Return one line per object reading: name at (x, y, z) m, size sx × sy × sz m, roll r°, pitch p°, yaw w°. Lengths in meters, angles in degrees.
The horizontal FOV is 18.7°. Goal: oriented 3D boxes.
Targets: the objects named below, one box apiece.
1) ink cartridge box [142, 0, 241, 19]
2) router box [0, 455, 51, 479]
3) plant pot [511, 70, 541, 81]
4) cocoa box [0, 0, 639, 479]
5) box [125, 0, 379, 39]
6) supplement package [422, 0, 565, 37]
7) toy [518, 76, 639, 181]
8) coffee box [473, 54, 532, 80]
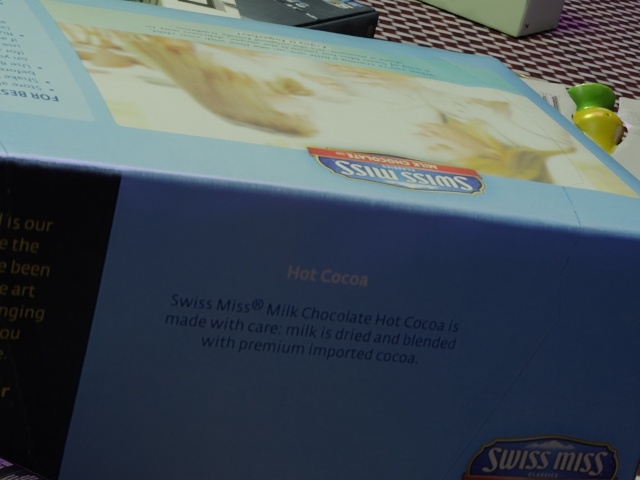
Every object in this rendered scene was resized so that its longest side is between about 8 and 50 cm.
ink cartridge box at (-0.098, -0.123, 1.392) m, size 0.060 × 0.104 × 0.180 m, roll 11°, pitch 21°, yaw -13°
router box at (-0.102, 0.142, 0.649) m, size 0.092 × 0.122 × 0.038 m, roll 23°, pitch 17°, yaw 19°
plant pot at (0.130, -0.107, 1.619) m, size 0.236 × 0.032 × 0.236 m, roll 13°, pitch 21°, yaw -5°
cocoa box at (-0.062, 0.037, 0.803) m, size 0.347 × 0.228 × 0.231 m, roll 6°, pitch 22°, yaw -22°
box at (-0.093, -0.202, 1.673) m, size 0.233 × 0.059 × 0.183 m, roll 24°, pitch 23°, yaw 24°
supplement package at (0.166, -0.295, 2.039) m, size 0.179 × 0.105 × 0.105 m, roll 25°, pitch 22°, yaw 25°
toy at (0.188, 0.005, 1.259) m, size 0.137 × 0.056 × 0.237 m, roll 9°, pitch 55°, yaw -20°
coffee box at (0.079, -0.056, 1.346) m, size 0.141 × 0.098 × 0.246 m, roll 28°, pitch 23°, yaw 32°
